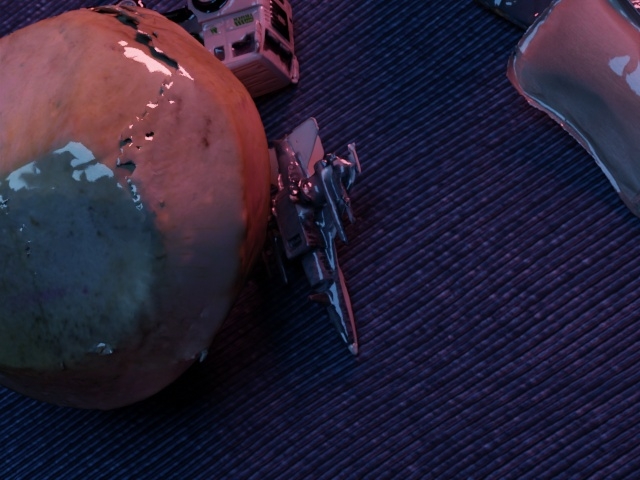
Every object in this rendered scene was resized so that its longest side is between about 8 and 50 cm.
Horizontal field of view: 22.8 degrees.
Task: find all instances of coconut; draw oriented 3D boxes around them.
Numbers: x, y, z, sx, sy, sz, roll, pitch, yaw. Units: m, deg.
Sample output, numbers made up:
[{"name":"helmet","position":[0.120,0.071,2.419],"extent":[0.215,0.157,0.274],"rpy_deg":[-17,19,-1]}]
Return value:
[{"name":"coconut","position":[-0.199,-0.035,1.397],"extent":[0.353,0.352,0.352],"rpy_deg":[-9,64,19]}]

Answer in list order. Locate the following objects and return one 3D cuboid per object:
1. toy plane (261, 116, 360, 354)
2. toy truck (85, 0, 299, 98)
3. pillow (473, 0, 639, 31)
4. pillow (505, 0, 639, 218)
[{"name":"toy plane","position":[-0.013,-0.008,1.442],"extent":[0.160,0.082,0.234],"rpy_deg":[-34,53,37]},{"name":"toy truck","position":[-0.146,-0.174,1.565],"extent":[0.242,0.101,0.125],"rpy_deg":[-14,67,20]},{"name":"pillow","position":[0.276,-0.286,1.475],"extent":[0.189,0.034,0.255],"rpy_deg":[32,81,29]},{"name":"pillow","position":[0.266,-0.122,1.380],"extent":[0.130,0.038,0.232],"rpy_deg":[-48,66,15]}]
